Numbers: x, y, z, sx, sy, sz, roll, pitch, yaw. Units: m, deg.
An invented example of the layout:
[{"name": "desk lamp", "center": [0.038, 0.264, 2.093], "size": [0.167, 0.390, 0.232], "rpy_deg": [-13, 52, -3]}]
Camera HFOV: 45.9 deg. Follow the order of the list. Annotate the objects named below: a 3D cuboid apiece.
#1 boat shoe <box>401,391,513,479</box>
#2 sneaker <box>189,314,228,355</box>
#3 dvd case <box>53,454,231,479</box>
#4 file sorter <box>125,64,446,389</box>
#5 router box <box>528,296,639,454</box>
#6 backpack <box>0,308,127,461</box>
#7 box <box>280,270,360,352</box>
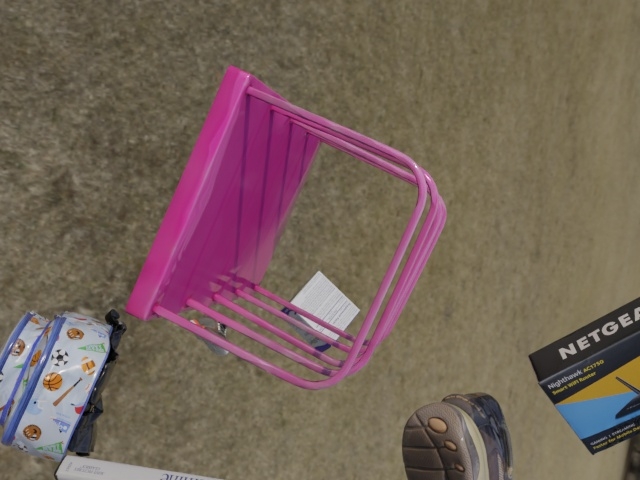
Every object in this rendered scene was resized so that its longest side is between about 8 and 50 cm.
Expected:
[{"name": "boat shoe", "center": [0.188, 0.348, 0.911], "size": [0.130, 0.132, 0.356], "rpy_deg": [-18, 113, -37]}, {"name": "sneaker", "center": [-0.226, 0.191, 1.615], "size": [0.064, 0.158, 0.061], "rpy_deg": [-34, 123, -22]}, {"name": "dvd case", "center": [-0.059, 0.238, 0.571], "size": [0.022, 0.252, 0.180], "rpy_deg": [-68, 154, -46]}, {"name": "file sorter", "center": [0.000, 0.000, 0.686], "size": [0.202, 0.182, 0.290], "rpy_deg": [-65, 169, 5]}, {"name": "router box", "center": [0.320, 0.128, 0.759], "size": [0.133, 0.178, 0.046], "rpy_deg": [49, 18, -27]}, {"name": "backpack", "center": [-0.448, 0.238, 1.272], "size": [0.213, 0.263, 0.277], "rpy_deg": [19, 83, -22]}, {"name": "box", "center": [-0.003, 0.165, 1.734], "size": [0.126, 0.137, 0.072], "rpy_deg": [-47, -178, -36]}]
